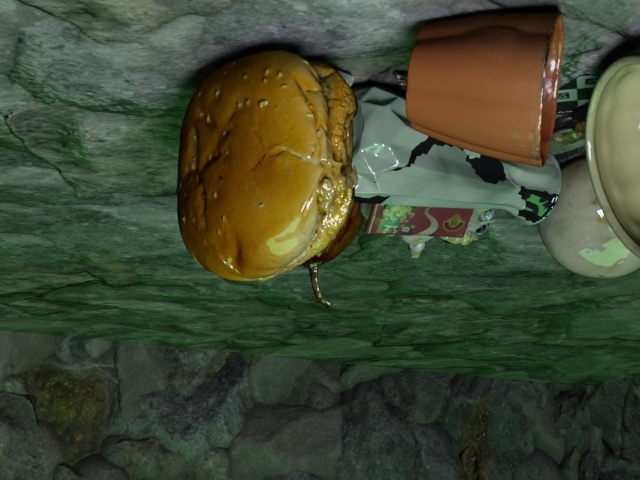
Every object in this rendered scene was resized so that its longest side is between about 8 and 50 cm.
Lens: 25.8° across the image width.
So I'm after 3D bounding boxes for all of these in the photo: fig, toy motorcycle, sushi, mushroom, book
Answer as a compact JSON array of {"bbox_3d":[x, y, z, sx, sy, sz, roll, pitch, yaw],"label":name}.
[{"bbox_3d":[-0.014,-0.024,2.305,0.148,0.202,0.149,31,-178,-41],"label":"fig"},{"bbox_3d":[0.178,-0.058,2.281,0.223,0.108,0.341,-14,157,2],"label":"toy motorcycle"},{"bbox_3d":[0.410,-0.166,2.021,0.219,0.047,0.231,5,164,-23],"label":"sushi"},{"bbox_3d":[0.457,-0.047,2.268,0.207,0.207,0.215,-6,-163,15],"label":"mushroom"},{"bbox_3d":[0.170,-0.091,2.121,0.162,0.022,0.232,2,136,-15],"label":"book"}]

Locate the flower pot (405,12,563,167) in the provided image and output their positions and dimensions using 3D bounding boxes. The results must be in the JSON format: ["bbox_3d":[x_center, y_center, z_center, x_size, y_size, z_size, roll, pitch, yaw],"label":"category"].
[{"bbox_3d":[0.199,-0.187,1.700,0.173,0.191,0.190,6,167,15],"label":"flower pot"}]

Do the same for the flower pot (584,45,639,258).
[{"bbox_3d":[0.511,-0.125,1.778,0.244,0.307,0.307,-14,170,-21],"label":"flower pot"}]

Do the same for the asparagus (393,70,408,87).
[{"bbox_3d":[0.181,-0.196,1.941,0.248,0.025,0.024,16,-160,-49],"label":"asparagus"}]

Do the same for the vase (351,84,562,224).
[{"bbox_3d":[0.172,-0.108,1.977,0.360,0.165,0.165,13,160,-33],"label":"vase"}]

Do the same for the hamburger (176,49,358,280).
[{"bbox_3d":[-0.069,-0.093,1.787,0.170,0.290,0.314,6,162,-36],"label":"hamburger"}]

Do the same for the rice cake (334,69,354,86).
[{"bbox_3d":[-0.025,-0.191,1.920,0.047,0.036,0.206,-6,169,-34],"label":"rice cake"}]
